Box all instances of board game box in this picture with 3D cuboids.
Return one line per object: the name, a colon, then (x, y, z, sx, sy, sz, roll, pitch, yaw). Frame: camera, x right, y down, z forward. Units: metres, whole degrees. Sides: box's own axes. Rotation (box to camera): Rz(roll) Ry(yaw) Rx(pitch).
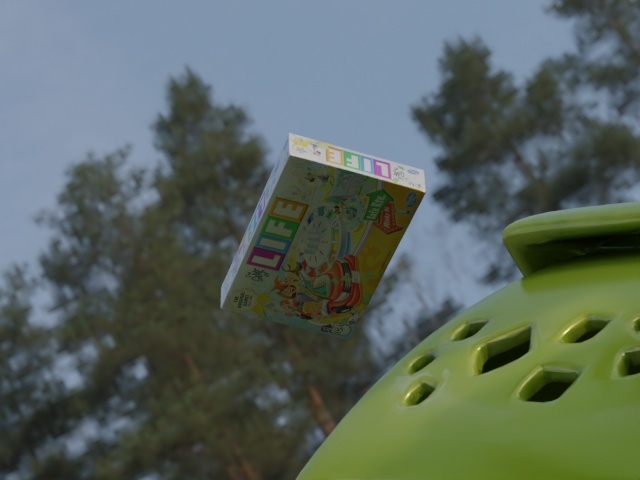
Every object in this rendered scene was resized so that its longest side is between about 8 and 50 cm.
board game box: (0.000, 0.000, 1.344, 0.103, 0.026, 0.154, 14, -51, -13)

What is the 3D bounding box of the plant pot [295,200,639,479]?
plant pot: (0.167, 0.105, 0.796, 0.228, 0.227, 0.207, 54, -127, -26)
